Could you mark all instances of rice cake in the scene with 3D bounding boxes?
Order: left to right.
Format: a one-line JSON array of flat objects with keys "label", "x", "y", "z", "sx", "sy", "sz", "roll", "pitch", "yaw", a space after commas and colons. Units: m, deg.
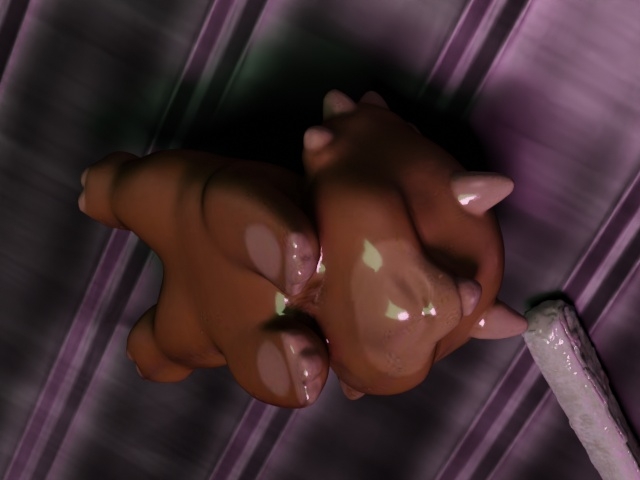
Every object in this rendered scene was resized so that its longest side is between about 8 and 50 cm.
[{"label": "rice cake", "x": 0.181, "y": 0.125, "z": 1.218, "sx": 0.033, "sy": 0.033, "sz": 0.207, "roll": -18, "pitch": 115, "yaw": 29}]

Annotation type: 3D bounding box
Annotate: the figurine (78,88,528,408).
[{"label": "figurine", "x": 0.003, "y": 0.004, "z": 1.135, "sx": 0.247, "sy": 0.173, "sz": 0.177, "roll": -9, "pitch": 100, "yaw": 57}]
